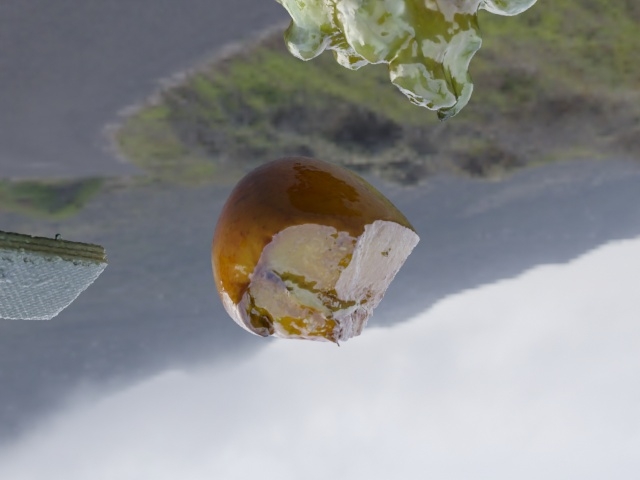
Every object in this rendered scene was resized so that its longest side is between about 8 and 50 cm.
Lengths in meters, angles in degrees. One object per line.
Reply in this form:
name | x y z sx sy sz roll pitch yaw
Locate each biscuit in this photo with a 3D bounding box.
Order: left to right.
biscuit | -0.325 0.036 1.419 0.199 0.040 0.121 9 139 -47

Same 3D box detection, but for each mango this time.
mango | 0.000 0.000 1.474 0.201 0.199 0.350 -20 -170 13

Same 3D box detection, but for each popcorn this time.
popcorn | 0.046 -0.307 1.386 0.274 0.335 0.279 -35 -139 -26
